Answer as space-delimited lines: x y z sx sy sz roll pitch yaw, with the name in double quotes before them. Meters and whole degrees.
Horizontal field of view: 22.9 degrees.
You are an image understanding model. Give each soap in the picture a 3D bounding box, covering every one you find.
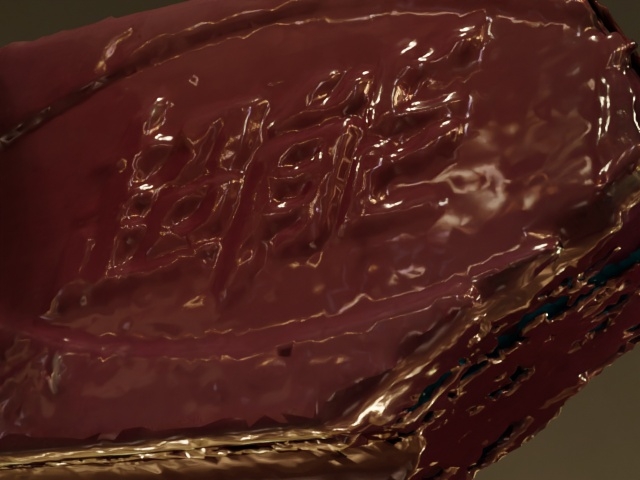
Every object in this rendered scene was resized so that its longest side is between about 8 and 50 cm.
"soap" 0.000 0.000 0.483 0.250 0.162 0.099 -10 -31 27
